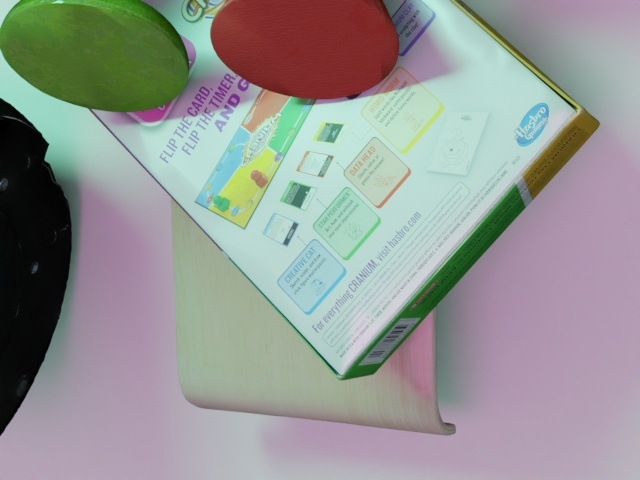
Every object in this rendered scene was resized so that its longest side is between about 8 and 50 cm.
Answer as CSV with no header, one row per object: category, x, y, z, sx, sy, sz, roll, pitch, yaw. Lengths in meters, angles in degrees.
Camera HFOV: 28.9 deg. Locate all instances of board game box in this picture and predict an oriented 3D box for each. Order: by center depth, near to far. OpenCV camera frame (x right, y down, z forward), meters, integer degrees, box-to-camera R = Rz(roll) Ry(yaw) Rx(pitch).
board game box,-0.003,-0.099,0.875,0.316,0.064,0.242,46,105,19

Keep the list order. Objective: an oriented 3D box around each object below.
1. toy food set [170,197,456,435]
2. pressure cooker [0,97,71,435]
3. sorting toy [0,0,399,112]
toy food set,0.000,0.000,0.978,0.219,0.092,0.306,3,100,24
pressure cooker,-0.469,0.009,1.026,0.420,0.370,0.375,18,156,18
sorting toy,-0.121,-0.172,0.844,0.365,0.127,0.126,-2,63,18
